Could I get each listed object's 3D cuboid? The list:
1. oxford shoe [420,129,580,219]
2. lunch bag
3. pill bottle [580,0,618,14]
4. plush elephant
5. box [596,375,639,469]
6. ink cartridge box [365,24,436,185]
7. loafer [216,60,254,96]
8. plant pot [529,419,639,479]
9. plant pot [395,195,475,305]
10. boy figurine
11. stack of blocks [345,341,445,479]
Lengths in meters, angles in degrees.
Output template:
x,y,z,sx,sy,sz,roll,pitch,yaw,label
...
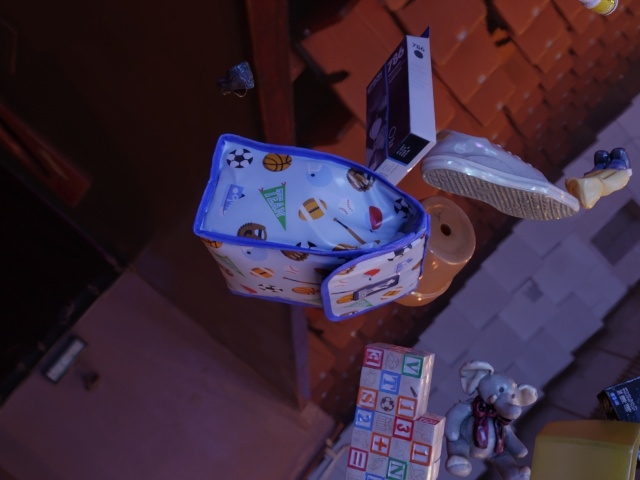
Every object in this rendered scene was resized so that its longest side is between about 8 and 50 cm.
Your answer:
x,y,z,sx,sy,sz,roll,pitch,yaw,label
0.436,-0.152,1.830,0.169,0.449,0.130,-32,-135,58,oxford shoe
0.000,0.000,1.405,0.328,0.385,0.239,80,20,-69,lunch bag
0.738,-0.648,2.069,0.065,0.116,0.065,-8,-100,51,pill bottle
0.483,0.488,2.174,0.330,0.271,0.256,-102,-146,-62,plush elephant
0.721,0.393,1.699,0.147,0.180,0.077,-17,156,-3,box
0.153,-0.274,1.521,0.165,0.065,0.333,-49,-151,46,ink cartridge box
-0.198,-0.360,1.796,0.062,0.061,0.170,-29,-174,-18,loafer
0.536,0.474,1.581,0.212,0.187,0.212,-1,100,-63,plant pot
0.282,0.011,2.107,0.203,0.291,0.291,-38,-165,51,plant pot
0.734,-0.163,2.076,0.177,0.092,0.285,-4,-161,41,boy figurine
0.163,0.373,1.589,0.087,0.171,0.298,7,91,-67,stack of blocks
